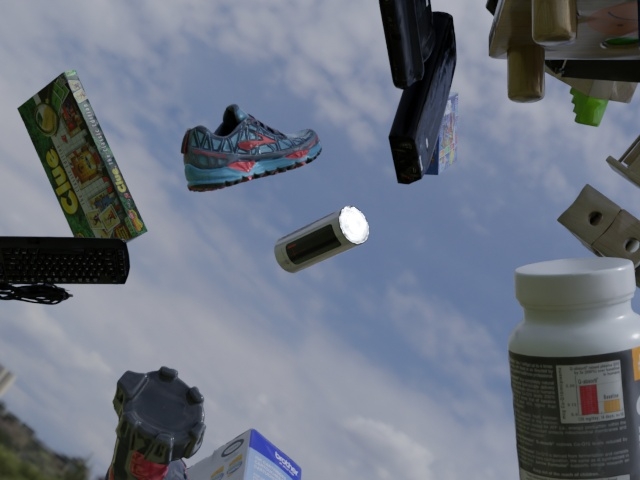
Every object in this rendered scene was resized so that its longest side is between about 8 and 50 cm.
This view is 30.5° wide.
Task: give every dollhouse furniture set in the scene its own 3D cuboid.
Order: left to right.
[{"bbox_3d":[0.442,-0.045,1.576,0.129,0.183,0.129,42,6,32],"label":"dollhouse furniture set"}]

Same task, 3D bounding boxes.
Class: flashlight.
[{"bbox_3d":[-0.172,0.231,1.241,0.304,0.103,0.103,118,-39,-59],"label":"flashlight"}]

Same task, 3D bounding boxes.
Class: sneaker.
[{"bbox_3d":[-0.104,-0.160,1.858,0.104,0.262,0.125,-5,-80,49],"label":"sneaker"}]

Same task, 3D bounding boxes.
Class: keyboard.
[{"bbox_3d":[-0.296,0.037,1.226,0.192,0.038,0.100,1,-39,-2],"label":"keyboard"}]

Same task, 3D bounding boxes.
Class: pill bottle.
[{"bbox_3d":[0.293,0.165,1.306,0.162,0.162,0.278,4,-79,58],"label":"pill bottle"}]

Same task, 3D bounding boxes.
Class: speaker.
[{"bbox_3d":[0.000,0.000,1.556,0.055,0.055,0.136,45,-42,-20],"label":"speaker"}]

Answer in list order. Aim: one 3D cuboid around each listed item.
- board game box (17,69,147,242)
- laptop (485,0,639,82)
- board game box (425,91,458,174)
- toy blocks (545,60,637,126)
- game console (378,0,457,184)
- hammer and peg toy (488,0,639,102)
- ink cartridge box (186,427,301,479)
[{"bbox_3d":[-0.354,-0.106,1.732,0.136,0.030,0.259,-26,-92,44],"label":"board game box"},{"bbox_3d":[0.397,-0.365,1.709,0.264,0.137,0.234,49,-28,24],"label":"laptop"},{"bbox_3d":[0.225,-0.204,2.195,0.035,0.136,0.201,4,12,16],"label":"board game box"},{"bbox_3d":[0.459,-0.415,1.979,0.191,0.381,0.261,5,24,-30],"label":"toy blocks"},{"bbox_3d":[0.124,-0.246,1.500,0.044,0.213,0.361,10,-29,16],"label":"game console"},{"bbox_3d":[0.340,-0.212,1.040,0.361,0.127,0.266,0,-8,4],"label":"hammer and peg toy"},{"bbox_3d":[-0.180,0.518,2.073,0.270,0.395,0.151,-34,-62,24],"label":"ink cartridge box"}]
